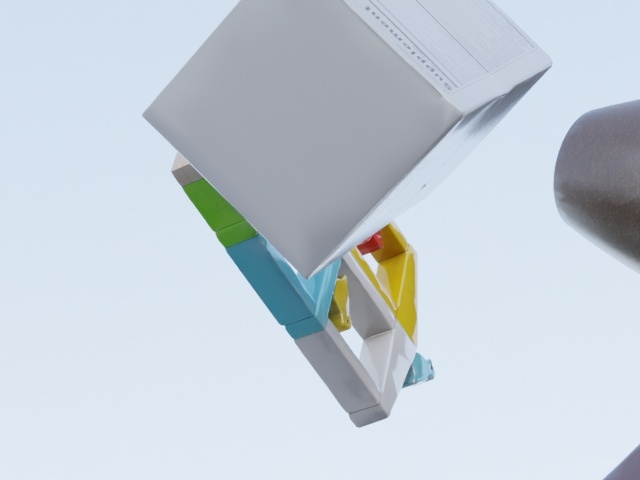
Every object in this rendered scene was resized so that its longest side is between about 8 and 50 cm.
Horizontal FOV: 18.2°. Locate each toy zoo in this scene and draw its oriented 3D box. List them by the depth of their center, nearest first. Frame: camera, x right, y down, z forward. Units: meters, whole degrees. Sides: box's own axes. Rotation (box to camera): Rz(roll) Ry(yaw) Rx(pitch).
[{"bbox_3d":[0.000,0.000,1.437,0.030,0.192,0.293,-22,-59,24],"label":"toy zoo"}]

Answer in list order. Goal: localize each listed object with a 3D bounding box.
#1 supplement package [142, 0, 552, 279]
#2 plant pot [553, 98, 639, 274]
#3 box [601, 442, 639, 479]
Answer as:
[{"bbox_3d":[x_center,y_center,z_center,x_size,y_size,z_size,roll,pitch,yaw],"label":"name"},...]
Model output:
[{"bbox_3d":[0.023,-0.091,1.179,0.139,0.244,0.134,45,-69,5],"label":"supplement package"},{"bbox_3d":[0.320,-0.041,1.681,0.230,0.215,0.215,14,-22,38],"label":"plant pot"},{"bbox_3d":[0.311,0.216,1.039,0.381,0.143,0.191,6,-50,60],"label":"box"}]
